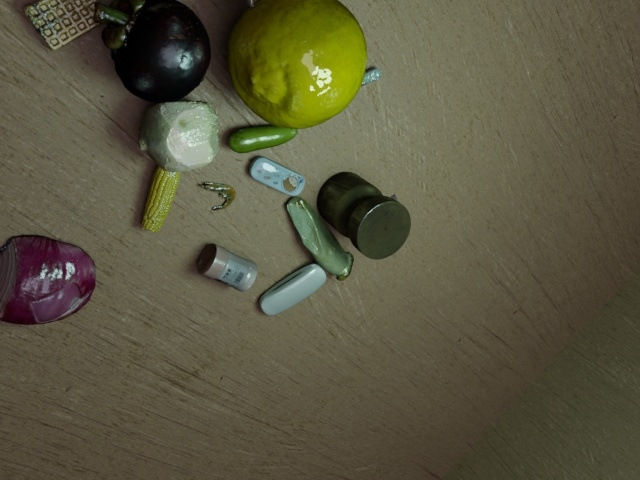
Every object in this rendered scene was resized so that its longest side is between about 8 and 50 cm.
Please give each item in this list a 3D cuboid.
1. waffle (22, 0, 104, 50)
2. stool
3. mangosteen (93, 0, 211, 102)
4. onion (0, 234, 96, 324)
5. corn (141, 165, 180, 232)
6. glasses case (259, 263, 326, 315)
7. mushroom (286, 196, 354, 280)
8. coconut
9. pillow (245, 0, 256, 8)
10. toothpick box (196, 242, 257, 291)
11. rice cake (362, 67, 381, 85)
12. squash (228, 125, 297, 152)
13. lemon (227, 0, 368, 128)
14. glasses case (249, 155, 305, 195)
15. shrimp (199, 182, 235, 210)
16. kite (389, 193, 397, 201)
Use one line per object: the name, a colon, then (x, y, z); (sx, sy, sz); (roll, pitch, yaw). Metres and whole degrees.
waffle: (-0.549, -0.489, 1.171); (0.148, 0.042, 0.102); (-33, 125, -9)
stool: (0.123, -0.080, 1.604); (0.179, 0.264, 0.179); (-12, 120, -22)
mangosteen: (-0.371, -0.429, 1.183); (0.265, 0.228, 0.228); (31, 98, -40)
onion: (-0.701, 0.126, 1.370); (0.247, 0.111, 0.250); (20, 102, -33)
corn: (-0.420, -0.115, 1.418); (0.067, 0.067, 0.206); (12, 110, -32)
glasses case: (-0.088, 0.159, 1.735); (0.233, 0.059, 0.092); (-34, 131, -1)
mushroom: (-0.001, 0.003, 1.687); (0.087, 0.107, 0.333); (-12, 135, 32)
coconut: (-0.350, -0.255, 1.316); (0.194, 0.194, 0.194); (-12, 120, -22)
pillow: (-0.174, -0.656, 1.187); (0.223, 0.236, 0.084); (-54, 155, 11)
toothpick box: (-0.272, 0.080, 1.579); (0.149, 0.098, 0.098); (29, 99, -36)
rice cake: (0.081, -0.439, 1.539); (0.207, 0.033, 0.033); (-29, 123, -12)
squash: (-0.156, -0.283, 1.473); (0.201, 0.066, 0.066); (-17, 122, -23)
lemon: (-0.051, -0.434, 1.293); (0.348, 0.348, 0.348); (-12, 120, -22)
glasses case: (-0.123, -0.184, 1.555); (0.178, 0.045, 0.067); (22, 104, -35)
shrimp: (-0.293, -0.122, 1.511); (0.114, 0.023, 0.083); (13, 111, -36)
kite: (0.229, -0.120, 1.803); (0.044, 0.002, 0.078); (35, 95, -36)
